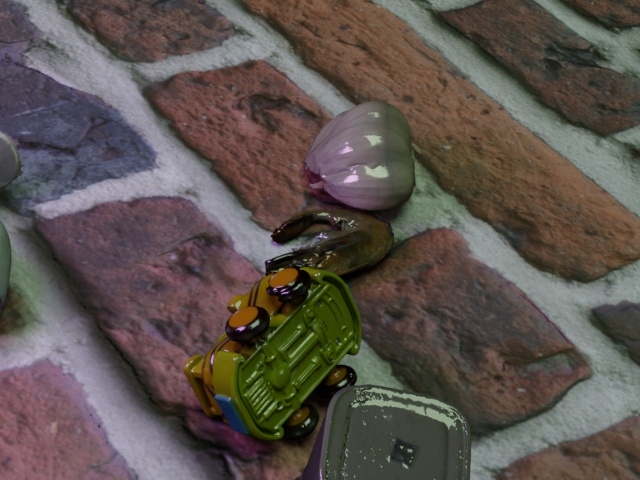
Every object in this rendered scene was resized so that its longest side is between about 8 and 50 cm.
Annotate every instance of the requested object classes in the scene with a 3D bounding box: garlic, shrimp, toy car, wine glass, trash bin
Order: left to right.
[{"bbox_3d":[-0.496,-0.022,1.782,0.143,0.143,0.321,2,41,-11],"label":"wine glass"},{"bbox_3d":[-0.065,0.144,1.679,0.142,0.200,0.248,8,40,43],"label":"toy car"},{"bbox_3d":[0.000,-0.001,1.948,0.253,0.058,0.173,-15,39,-32],"label":"shrimp"},{"bbox_3d":[0.072,-0.150,2.058,0.178,0.142,0.229,-1,39,-15],"label":"garlic"},{"bbox_3d":[0.066,0.308,1.460,0.220,0.250,0.219,10,47,-3],"label":"trash bin"}]
